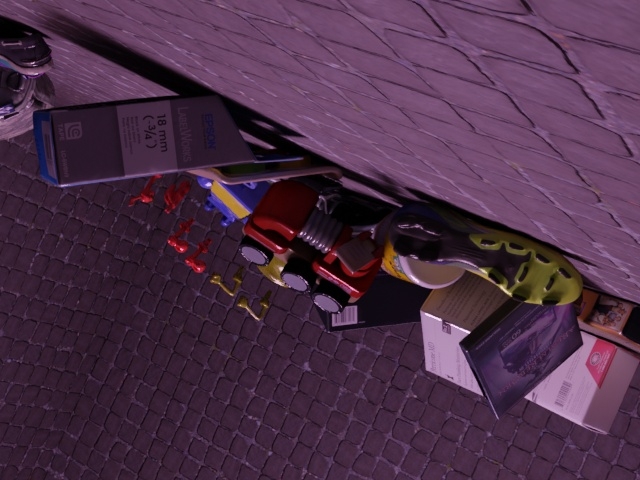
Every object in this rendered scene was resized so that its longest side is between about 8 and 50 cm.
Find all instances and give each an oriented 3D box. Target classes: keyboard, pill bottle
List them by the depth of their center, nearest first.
[{"bbox_3d":[0.152,0.008,1.796,0.117,0.118,0.208,24,178,-16],"label":"pill bottle"},{"bbox_3d":[-0.058,-0.133,1.952,0.192,0.038,0.100,22,-159,21],"label":"keyboard"}]

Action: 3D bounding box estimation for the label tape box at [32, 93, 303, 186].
[{"bbox_3d":[-0.222,-0.151,1.582,0.333,0.106,0.240,-9,-171,-19],"label":"label tape box"}]

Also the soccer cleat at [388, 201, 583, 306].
[{"bbox_3d":[0.240,0.008,1.604,0.289,0.094,0.121,19,-153,16],"label":"soccer cleat"}]

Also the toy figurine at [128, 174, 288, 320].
[{"bbox_3d":[-0.152,-0.048,2.038,0.362,0.191,0.217,45,152,-2],"label":"toy figurine"}]

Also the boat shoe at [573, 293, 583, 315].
[{"bbox_3d":[0.390,0.086,1.906,0.064,0.060,0.178,19,177,-21],"label":"boat shoe"}]

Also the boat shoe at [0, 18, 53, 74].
[{"bbox_3d":[-0.488,-0.319,1.737,0.206,0.075,0.065,29,139,35],"label":"boat shoe"}]

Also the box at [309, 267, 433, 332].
[{"bbox_3d":[0.118,0.074,2.052,0.261,0.103,0.184,-6,-161,-11],"label":"box"}]

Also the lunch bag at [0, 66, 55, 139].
[{"bbox_3d":[-0.636,-0.290,2.080,0.255,0.213,0.305,7,180,-4],"label":"lunch bag"}]

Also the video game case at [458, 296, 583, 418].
[{"bbox_3d":[0.323,0.162,1.768,0.026,0.196,0.274,45,172,36],"label":"video game case"}]

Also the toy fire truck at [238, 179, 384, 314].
[{"bbox_3d":[0.000,0.000,1.710,0.217,0.159,0.246,34,151,-5],"label":"toy fire truck"}]

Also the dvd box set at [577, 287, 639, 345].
[{"bbox_3d":[0.518,0.147,2.043,0.307,0.062,0.420,25,178,-27],"label":"dvd box set"}]

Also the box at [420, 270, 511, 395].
[{"bbox_3d":[0.260,0.123,1.835,0.119,0.182,0.181,23,148,26],"label":"box"}]

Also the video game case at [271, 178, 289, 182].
[{"bbox_3d":[-0.195,-0.172,2.316,0.299,0.036,0.329,25,177,-19],"label":"video game case"}]

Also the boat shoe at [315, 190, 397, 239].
[{"bbox_3d":[0.043,-0.053,2.058,0.319,0.116,0.099,25,152,43],"label":"boat shoe"}]

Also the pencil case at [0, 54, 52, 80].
[{"bbox_3d":[-0.512,-0.311,1.854,0.151,0.064,0.070,23,153,37],"label":"pencil case"}]

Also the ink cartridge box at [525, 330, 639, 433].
[{"bbox_3d":[0.461,0.245,2.092,0.092,0.159,0.218,25,179,-37],"label":"ink cartridge box"}]

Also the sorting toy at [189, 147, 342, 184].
[{"bbox_3d":[-0.095,-0.118,1.748,0.208,0.038,0.193,-4,-170,-24],"label":"sorting toy"}]
